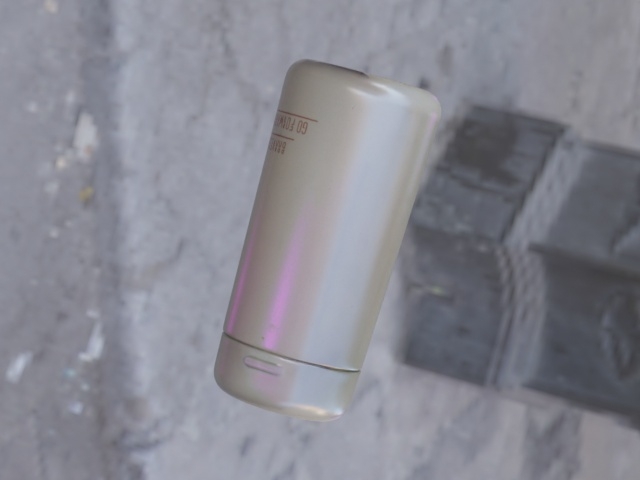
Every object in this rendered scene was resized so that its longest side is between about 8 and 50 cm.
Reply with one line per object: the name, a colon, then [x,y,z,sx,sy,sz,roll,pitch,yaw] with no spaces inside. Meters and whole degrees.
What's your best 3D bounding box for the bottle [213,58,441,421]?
bottle: [0.000,0.000,0.512,0.045,0.045,0.096,11,96,-63]
